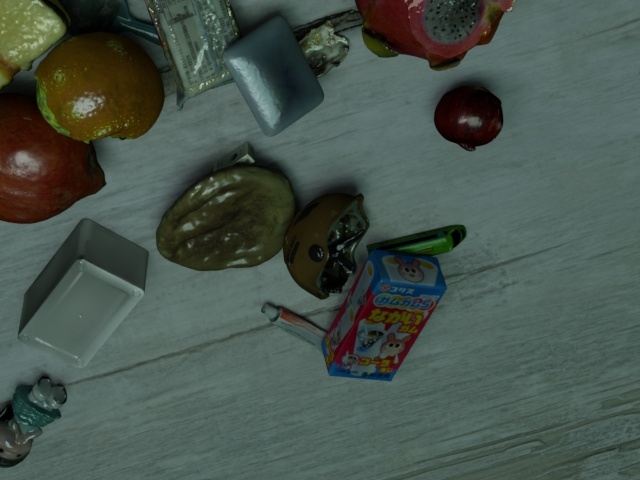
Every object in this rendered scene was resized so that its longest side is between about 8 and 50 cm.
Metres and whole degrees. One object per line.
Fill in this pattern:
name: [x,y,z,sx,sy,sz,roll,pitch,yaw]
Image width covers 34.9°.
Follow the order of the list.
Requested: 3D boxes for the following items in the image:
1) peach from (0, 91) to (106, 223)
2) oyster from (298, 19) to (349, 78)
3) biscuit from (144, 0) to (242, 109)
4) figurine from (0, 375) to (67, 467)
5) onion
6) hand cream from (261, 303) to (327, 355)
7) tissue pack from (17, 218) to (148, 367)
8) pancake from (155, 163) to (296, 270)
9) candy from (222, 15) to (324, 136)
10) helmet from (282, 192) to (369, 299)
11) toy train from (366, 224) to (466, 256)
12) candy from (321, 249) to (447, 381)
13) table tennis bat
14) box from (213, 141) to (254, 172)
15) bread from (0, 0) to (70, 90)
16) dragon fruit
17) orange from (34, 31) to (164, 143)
peach: [-0.500,-0.137,1.789,0.256,0.232,0.232,27,117,-20]
oyster: [-0.041,-0.322,1.835,0.199,0.061,0.106,-21,114,2]
biscuit: [-0.212,-0.380,1.731,0.186,0.079,0.309,-29,127,-12]
figurine: [-0.661,0.394,2.217,0.138,0.110,0.245,36,109,-25]
onion: [0.278,-0.227,1.888,0.131,0.131,0.131,-3,125,-5]
hand cream: [-0.040,0.191,2.197,0.216,0.038,0.052,33,139,-32]
tissue pack: [-0.470,0.109,2.020,0.159,0.136,0.246,31,115,-25]
pancake: [-0.173,-0.034,1.976,0.294,0.049,0.294,-12,140,-10]
candy: [-0.081,-0.284,1.766,0.138,0.071,0.174,-38,114,-19]
helmet: [0.000,0.000,1.987,0.130,0.198,0.224,18,119,19]
toy train: [0.202,0.014,2.096,0.209,0.042,0.044,-13,126,3]
candy: [0.129,0.160,2.122,0.157,0.100,0.306,9,130,-21]
table tennis bat: [-0.360,-0.385,1.753,0.201,0.033,0.124,19,128,-17]
box: [-0.164,-0.147,1.930,0.083,0.054,0.024,-33,118,16]
bread: [-0.568,-0.345,1.620,0.263,0.198,0.236,-36,106,14]
dragon fruit: [0.190,-0.419,1.701,0.290,0.189,0.291,-3,125,-4]
orange: [-0.358,-0.265,1.713,0.158,0.237,0.179,-36,77,25]
